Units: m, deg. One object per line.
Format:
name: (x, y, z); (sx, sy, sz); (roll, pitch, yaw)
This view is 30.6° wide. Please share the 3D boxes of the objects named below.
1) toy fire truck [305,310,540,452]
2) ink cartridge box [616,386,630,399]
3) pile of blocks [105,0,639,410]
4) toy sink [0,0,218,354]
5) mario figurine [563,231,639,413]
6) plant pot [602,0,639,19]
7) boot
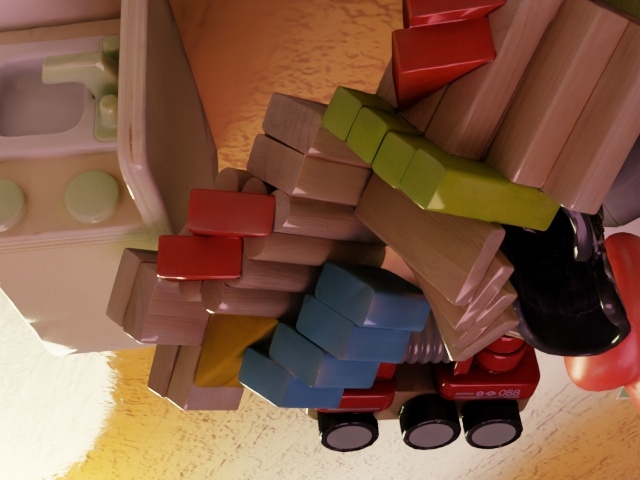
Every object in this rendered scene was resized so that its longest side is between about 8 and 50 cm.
toy fire truck: (0.104, 0.095, 1.052); (0.217, 0.158, 0.246); (1, 139, -9)
ink cartridge box: (0.373, 0.058, 1.058); (0.171, 0.056, 0.235); (-1, 142, -7)
pile of blocks: (0.000, 0.000, 0.569); (0.112, 0.149, 0.362); (7, 140, -41)
toy sink: (-0.146, -0.045, 0.734); (0.131, 0.153, 0.234); (-6, 152, 3)
mario figurine: (0.344, 0.061, 0.883); (0.320, 0.170, 0.198); (-18, 144, 13)
plant pot: (0.287, -0.070, 0.599); (0.274, 0.294, 0.275); (-3, 152, -2)
boot: (0.149, -0.022, 0.742); (0.118, 0.223, 0.338); (-21, 148, 26)
